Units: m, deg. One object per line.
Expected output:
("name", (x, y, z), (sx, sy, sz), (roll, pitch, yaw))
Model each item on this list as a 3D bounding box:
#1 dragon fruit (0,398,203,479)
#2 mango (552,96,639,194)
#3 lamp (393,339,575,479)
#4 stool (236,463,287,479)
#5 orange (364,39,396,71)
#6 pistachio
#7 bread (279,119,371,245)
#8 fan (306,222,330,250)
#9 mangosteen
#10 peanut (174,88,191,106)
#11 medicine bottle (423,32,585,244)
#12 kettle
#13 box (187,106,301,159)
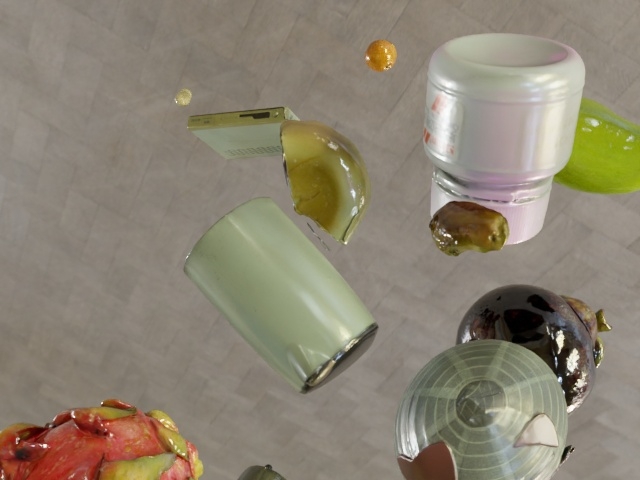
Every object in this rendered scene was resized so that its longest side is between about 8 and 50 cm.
("dragon fruit", (-0.290, 0.312, 0.812), (0.308, 0.227, 0.243), (-9, 167, -15))
("mango", (0.524, -0.180, 1.323), (0.293, 0.143, 0.175), (18, 106, 16))
("lamp", (0.218, 0.259, 0.954), (0.265, 0.233, 0.233), (-31, 121, -3))
("stool", (-0.090, 0.371, 0.939), (0.096, 0.110, 0.096), (16, 131, 20))
("orange", (0.154, -0.471, 1.748), (0.084, 0.083, 0.083), (10, 132, 11))
("pistachio", (0.209, -0.019, 1.019), (0.049, 0.173, 0.089), (30, 90, -23))
("bread", (0.023, -0.124, 1.371), (0.156, 0.158, 0.260), (-8, 104, 13))
("fan", (0.000, 0.000, 1.149), (0.056, 0.004, 0.083), (48, 176, 24))
("mangosteen", (0.426, 0.233, 1.411), (0.297, 0.313, 0.296), (1, 92, 34))
("peanut", (-0.327, -0.340, 1.630), (0.037, 0.083, 0.037), (-2, 119, -4))
("medicine bottle", (0.293, -0.168, 1.139), (0.241, 0.241, 0.301), (7, 122, 13))
("kettle", (-0.036, 0.076, 0.978), (0.255, 0.240, 0.165), (45, 112, 13))
("box", (-0.160, -0.260, 1.674), (0.270, 0.045, 0.211), (-1, 162, 26))
